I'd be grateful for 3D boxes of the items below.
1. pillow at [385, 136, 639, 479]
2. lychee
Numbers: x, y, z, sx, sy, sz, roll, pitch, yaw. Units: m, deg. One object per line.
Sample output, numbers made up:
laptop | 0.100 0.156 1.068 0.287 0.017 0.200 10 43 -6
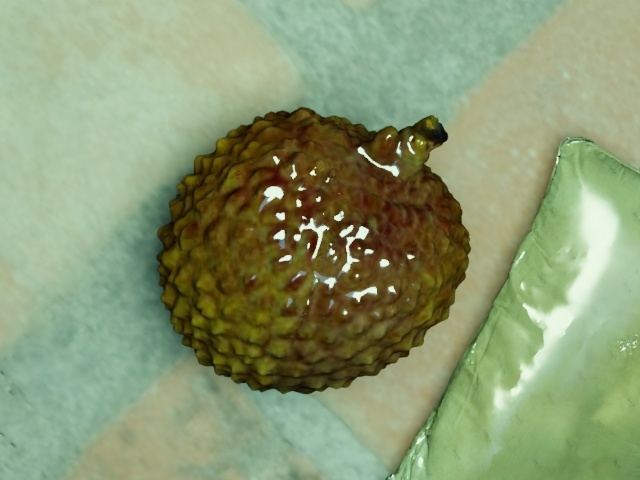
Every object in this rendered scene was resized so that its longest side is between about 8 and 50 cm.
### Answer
pillow | 0.193 0.085 1.284 0.185 0.075 0.302 26 96 -11
lychee | 0.000 0.000 1.186 0.200 0.200 0.238 36 114 -12
